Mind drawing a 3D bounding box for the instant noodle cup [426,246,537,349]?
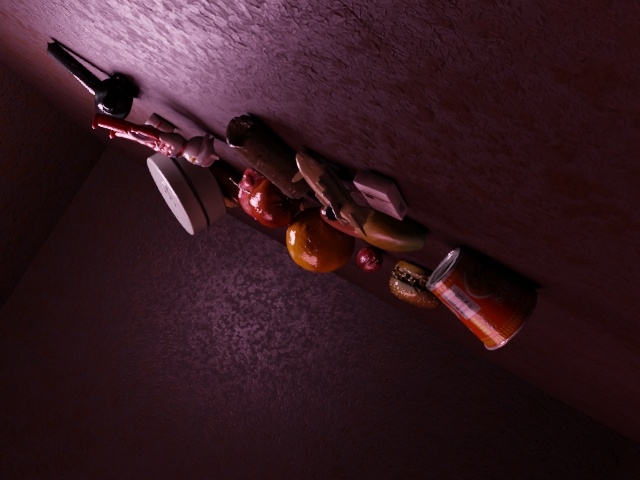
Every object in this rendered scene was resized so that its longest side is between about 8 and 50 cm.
[{"bbox_3d":[0.381,0.130,1.353,0.212,0.193,0.193,38,173,0],"label":"instant noodle cup"}]

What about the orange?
[{"bbox_3d":[-0.001,-0.002,1.749,0.219,0.193,0.219,29,-141,-27],"label":"orange"}]

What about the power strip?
[{"bbox_3d":[-0.511,-0.194,2.123,0.357,0.161,0.358,49,161,24],"label":"power strip"}]

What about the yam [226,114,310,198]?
[{"bbox_3d":[-0.125,-0.203,1.361,0.093,0.093,0.259,24,170,42],"label":"yam"}]

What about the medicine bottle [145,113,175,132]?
[{"bbox_3d":[-0.554,-0.390,1.912,0.089,0.057,0.057,33,172,-15],"label":"medicine bottle"}]

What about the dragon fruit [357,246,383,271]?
[{"bbox_3d":[0.176,0.065,2.021,0.094,0.094,0.190,31,-176,-5],"label":"dragon fruit"}]

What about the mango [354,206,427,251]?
[{"bbox_3d":[0.178,-0.024,1.411,0.194,0.092,0.130,15,164,31],"label":"mango"}]

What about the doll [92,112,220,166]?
[{"bbox_3d":[-0.492,-0.309,1.713,0.383,0.099,0.188,13,179,6],"label":"doll"}]

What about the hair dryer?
[{"bbox_3d":[-0.704,-0.495,1.678,0.302,0.116,0.244,40,167,-18],"label":"hair dryer"}]

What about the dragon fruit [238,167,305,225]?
[{"bbox_3d":[-0.159,-0.118,1.906,0.211,0.134,0.262,21,169,36],"label":"dragon fruit"}]

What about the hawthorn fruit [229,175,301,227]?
[{"bbox_3d":[-0.194,-0.136,1.766,0.285,0.165,0.165,16,165,37],"label":"hawthorn fruit"}]

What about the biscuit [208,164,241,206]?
[{"bbox_3d":[-0.369,-0.215,2.207,0.213,0.091,0.274,46,169,-20],"label":"biscuit"}]

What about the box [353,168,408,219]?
[{"bbox_3d":[0.136,-0.100,1.221,0.083,0.040,0.154,29,174,27],"label":"box"}]

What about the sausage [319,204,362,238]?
[{"bbox_3d":[0.079,-0.057,1.616,0.194,0.077,0.077,25,171,33],"label":"sausage"}]

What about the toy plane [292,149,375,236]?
[{"bbox_3d":[0.026,-0.111,1.301,0.244,0.092,0.229,41,-161,-10],"label":"toy plane"}]

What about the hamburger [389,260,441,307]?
[{"bbox_3d":[0.335,0.164,1.906,0.189,0.122,0.215,23,172,31],"label":"hamburger"}]
